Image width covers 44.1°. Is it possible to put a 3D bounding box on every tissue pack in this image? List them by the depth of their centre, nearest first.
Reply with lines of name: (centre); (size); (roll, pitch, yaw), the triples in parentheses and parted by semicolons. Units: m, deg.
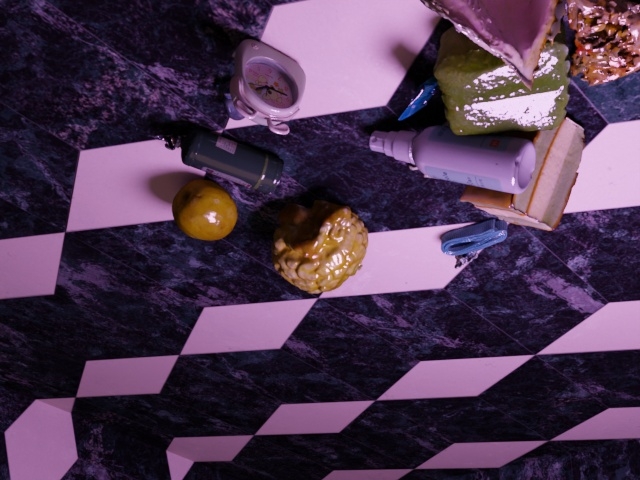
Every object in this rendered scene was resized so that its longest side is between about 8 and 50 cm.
tissue pack: (0.200, -0.281, 1.542); (0.028, 0.138, 0.085); (38, 124, 9)

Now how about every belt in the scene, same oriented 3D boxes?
belt: (0.396, 0.003, 1.998); (0.179, 0.065, 0.100); (-20, 128, 33)

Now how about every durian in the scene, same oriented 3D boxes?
durian: (0.300, -0.423, 1.321); (0.305, 0.185, 0.196); (35, 109, -11)

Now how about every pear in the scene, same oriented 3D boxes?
pear: (-0.280, -0.073, 1.917); (0.148, 0.149, 0.162); (-19, 148, 31)

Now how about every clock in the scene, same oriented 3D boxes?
clock: (-0.109, -0.290, 1.531); (0.151, 0.191, 0.062); (24, 141, -24)

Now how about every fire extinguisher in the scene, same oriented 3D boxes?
fire extinguisher: (-0.235, -0.190, 1.784); (0.294, 0.118, 0.093); (19, 108, -18)

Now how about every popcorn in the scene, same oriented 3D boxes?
popcorn: (0.000, 0.000, 1.939); (0.236, 0.206, 0.252); (18, 134, 8)

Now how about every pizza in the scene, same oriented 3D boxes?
pizza: (0.525, -0.368, 1.438); (0.147, 0.069, 0.226); (-5, 144, 19)

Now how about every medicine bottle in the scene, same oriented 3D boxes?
medicine bottle: (0.260, -0.180, 1.633); (0.351, 0.110, 0.110); (15, 154, 34)

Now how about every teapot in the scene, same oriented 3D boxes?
teapot: (-0.183, -0.299, 1.666); (0.049, 0.064, 0.083); (-25, 143, -11)

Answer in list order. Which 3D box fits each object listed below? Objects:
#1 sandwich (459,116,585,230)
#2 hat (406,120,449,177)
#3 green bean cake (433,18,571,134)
sandwich: (0.436, -0.160, 1.723); (0.155, 0.228, 0.198); (24, 177, -28)
hat: (0.276, -0.201, 1.726); (0.122, 0.081, 0.166); (43, 128, 14)
green bean cake: (0.343, -0.312, 1.500); (0.247, 0.125, 0.222); (-5, 142, 12)
